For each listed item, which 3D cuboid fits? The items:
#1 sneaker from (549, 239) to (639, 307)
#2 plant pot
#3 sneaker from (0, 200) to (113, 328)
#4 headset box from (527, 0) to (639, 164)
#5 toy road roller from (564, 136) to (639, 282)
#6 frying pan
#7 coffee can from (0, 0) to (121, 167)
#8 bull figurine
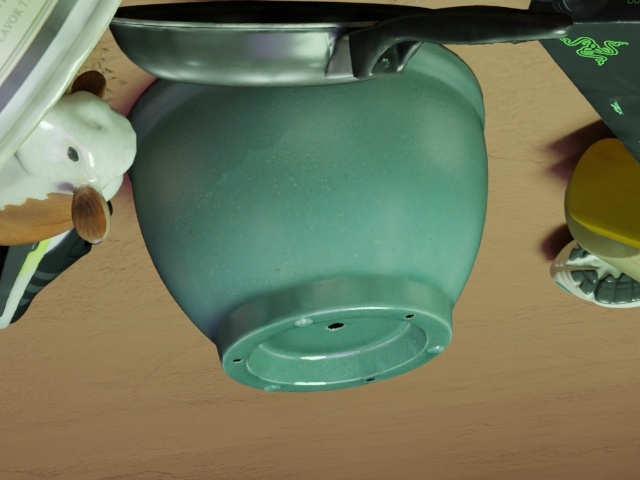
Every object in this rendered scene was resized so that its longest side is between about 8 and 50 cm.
[{"bbox_3d":[0.375,0.017,1.145,0.275,0.107,0.110,-2,173,-4],"label":"sneaker"},{"bbox_3d":[0.000,0.000,0.849,0.293,0.196,0.293,-7,154,-3],"label":"plant pot"},{"bbox_3d":[-0.232,0.012,0.929,0.097,0.084,0.235,-7,161,-29],"label":"sneaker"},{"bbox_3d":[0.287,-0.130,0.644,0.283,0.131,0.246,8,167,35],"label":"headset box"},{"bbox_3d":[0.397,-0.054,0.919,0.329,0.240,0.202,20,177,42],"label":"toy road roller"},{"bbox_3d":[0.023,-0.111,0.603,0.326,0.053,0.197,12,-160,35],"label":"frying pan"},{"bbox_3d":[-0.213,-0.157,0.374,0.275,0.201,0.201,31,136,-31],"label":"coffee can"},{"bbox_3d":[-0.209,-0.049,0.682,0.188,0.101,0.310,-1,-177,-9],"label":"bull figurine"}]
